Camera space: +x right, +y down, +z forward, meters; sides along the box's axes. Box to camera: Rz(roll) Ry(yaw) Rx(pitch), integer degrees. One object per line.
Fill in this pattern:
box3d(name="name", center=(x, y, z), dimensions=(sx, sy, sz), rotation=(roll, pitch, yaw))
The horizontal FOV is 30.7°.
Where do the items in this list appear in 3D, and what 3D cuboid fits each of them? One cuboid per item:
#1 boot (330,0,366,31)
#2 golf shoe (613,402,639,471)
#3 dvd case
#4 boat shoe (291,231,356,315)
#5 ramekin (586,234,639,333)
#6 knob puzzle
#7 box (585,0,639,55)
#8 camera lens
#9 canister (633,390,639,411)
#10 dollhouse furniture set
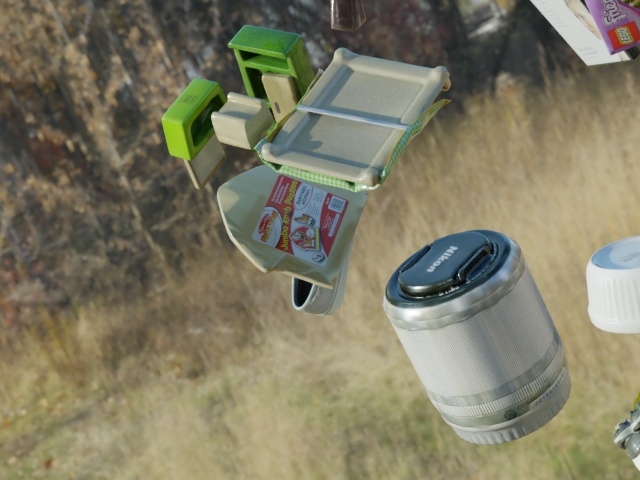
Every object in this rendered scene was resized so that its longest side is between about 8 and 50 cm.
box3d(name="boot", center=(0.059, -0.368, 1.715), dimensions=(0.106, 0.114, 0.037), rotation=(-12, 11, -9))
box3d(name="golf shoe", center=(0.501, 0.246, 1.471), dimensions=(0.272, 0.120, 0.105), rotation=(-13, -34, -23))
box3d(name="dvd case", center=(0.384, -0.376, 1.840), dimensions=(0.022, 0.253, 0.180), rotation=(-44, 11, -3))
box3d(name="boat shoe", center=(-0.001, 0.000, 1.755), dimensions=(0.081, 0.228, 0.079), rotation=(5, 0, -44))
box3d(name="ramekin", center=(0.554, 0.067, 1.994), dimensions=(0.207, 0.109, 0.207), rotation=(-14, 16, 4))
box3d(name="knob puzzle", center=(-0.050, -0.029, 1.587), dimensions=(0.213, 0.213, 0.030), rotation=(-29, -22, -29))
box3d(name="box", center=(0.410, -0.380, 1.461), dimensions=(0.200, 0.293, 0.057), rotation=(-22, 48, 19))
box3d(name="camera lens", center=(0.236, 0.138, 1.748), dimensions=(0.219, 0.274, 0.219), rotation=(-24, 22, 10))
box3d(name="canister", center=(0.549, 0.272, 1.695), dimensions=(0.170, 0.126, 0.073), rotation=(-135, 68, -77))
box3d(name="dollhouse furniture set", center=(-0.003, -0.117, 1.374), dimensions=(0.301, 0.151, 0.198), rotation=(16, 54, 28))
